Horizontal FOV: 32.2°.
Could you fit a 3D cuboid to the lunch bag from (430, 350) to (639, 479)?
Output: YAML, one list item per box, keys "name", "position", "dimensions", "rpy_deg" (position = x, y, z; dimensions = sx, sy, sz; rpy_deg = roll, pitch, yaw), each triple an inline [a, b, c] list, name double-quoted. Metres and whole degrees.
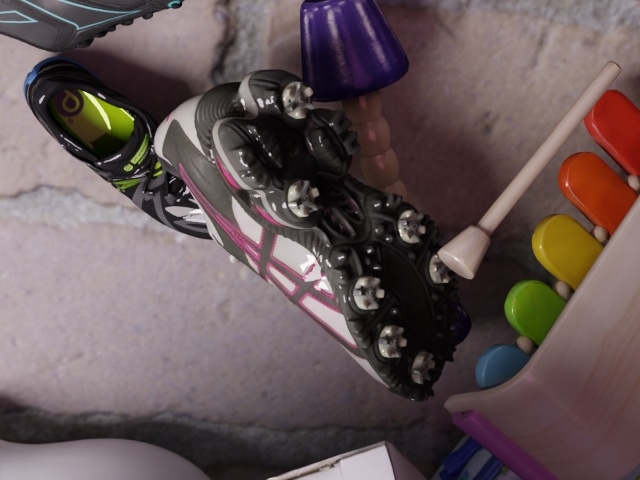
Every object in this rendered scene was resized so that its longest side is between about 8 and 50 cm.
- name: "lunch bag"
  position: [0.203, 0.194, 0.915]
  dimensions: [0.176, 0.090, 0.219]
  rpy_deg: [37, 98, -16]

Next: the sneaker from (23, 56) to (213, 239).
- name: "sneaker"
  position: [-0.127, -0.055, 0.775]
  dimensions: [0.188, 0.078, 0.067]
  rpy_deg: [36, 98, -20]

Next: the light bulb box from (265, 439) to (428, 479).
- name: "light bulb box"
  position: [-0.047, 0.322, 0.699]
  dimensions: [0.358, 0.225, 0.361]
  rpy_deg: [-20, 150, 10]

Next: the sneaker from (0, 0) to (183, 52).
- name: "sneaker"
  position: [-0.147, -0.185, 0.734]
  dimensions: [0.267, 0.101, 0.106]
  rpy_deg: [1, 130, -11]

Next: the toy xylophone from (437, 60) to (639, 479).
- name: "toy xylophone"
  position: [0.209, 0.014, 0.801]
  dimensions: [0.322, 0.081, 0.236]
  rpy_deg: [-45, 106, -16]

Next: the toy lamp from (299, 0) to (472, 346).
- name: "toy lamp"
  position: [0.046, -0.049, 0.811]
  dimensions: [0.080, 0.080, 0.274]
  rpy_deg: [-18, 114, -3]

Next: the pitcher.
- name: "pitcher"
  position: [-0.179, 0.217, 0.806]
  dimensions: [0.207, 0.177, 0.125]
  rpy_deg: [18, 118, -15]

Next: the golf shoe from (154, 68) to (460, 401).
- name: "golf shoe"
  position: [0.000, 0.000, 0.758]
  dimensions: [0.105, 0.120, 0.273]
  rpy_deg: [-53, 122, -30]
